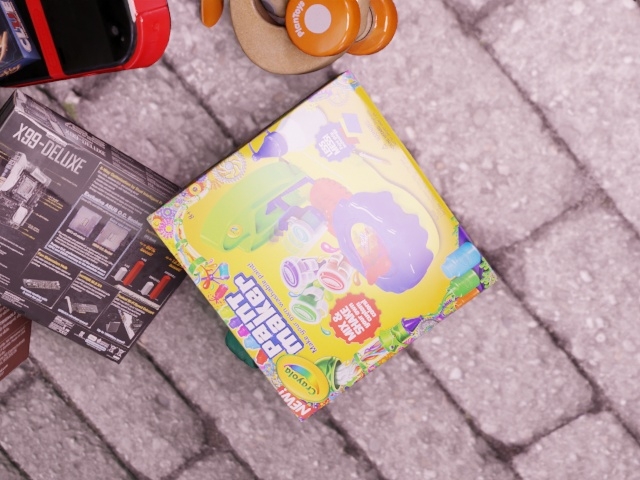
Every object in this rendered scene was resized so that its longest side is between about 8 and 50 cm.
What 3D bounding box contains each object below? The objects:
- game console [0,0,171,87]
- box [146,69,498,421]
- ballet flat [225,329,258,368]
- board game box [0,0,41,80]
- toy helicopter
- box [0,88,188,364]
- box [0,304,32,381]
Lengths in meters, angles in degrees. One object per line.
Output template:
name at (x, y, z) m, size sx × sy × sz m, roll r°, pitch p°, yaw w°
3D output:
game console at (-0.347, -0.382, 1.291) m, size 0.342 × 0.060 × 0.386 m, roll 1°, pitch 112°, yaw 42°
box at (0.000, 0.000, 1.260) m, size 0.279 × 0.177 × 0.290 m, roll -37°, pitch 98°, yaw 2°
ballet flat at (-0.082, 0.053, 1.416) m, size 0.087 × 0.083 × 0.247 m, roll 24°, pitch 115°, yaw 22°
board game box at (-0.485, -0.245, 1.323) m, size 0.243 × 0.042 × 0.165 m, roll -25°, pitch 90°, yaw 16°
toy helicopter at (-0.050, -0.368, 1.231) m, size 0.235 × 0.140 × 0.355 m, roll 1°, pitch 101°, yaw 26°
box at (-0.321, -0.010, 1.372) m, size 0.307 × 0.076 × 0.242 m, roll 31°, pitch 106°, yaw -25°
box at (-0.504, 0.007, 1.495) m, size 0.191 × 0.143 × 0.381 m, roll 16°, pitch 113°, yaw 11°
